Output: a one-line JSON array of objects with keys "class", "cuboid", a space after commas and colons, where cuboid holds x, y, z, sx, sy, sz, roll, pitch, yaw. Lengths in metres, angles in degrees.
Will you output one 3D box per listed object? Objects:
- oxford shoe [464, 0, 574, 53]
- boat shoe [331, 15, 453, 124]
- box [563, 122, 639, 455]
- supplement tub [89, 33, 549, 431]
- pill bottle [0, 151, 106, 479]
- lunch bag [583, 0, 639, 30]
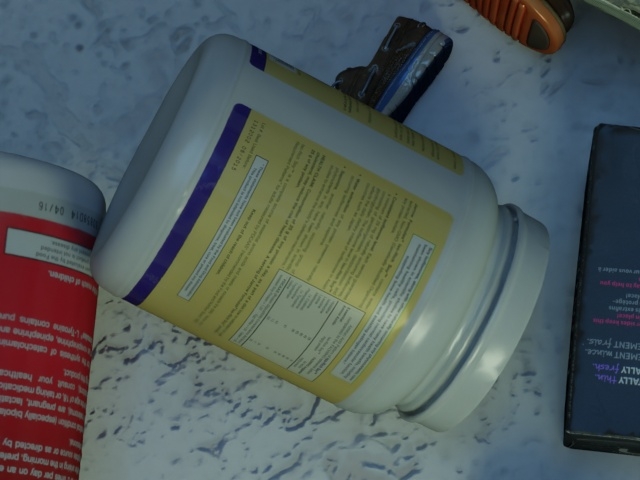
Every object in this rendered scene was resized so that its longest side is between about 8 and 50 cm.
[{"class": "oxford shoe", "cuboid": [0.140, -0.337, 1.810, 0.133, 0.130, 0.363, -32, 79, -11]}, {"class": "boat shoe", "cuboid": [0.044, -0.128, 1.806, 0.066, 0.066, 0.183, 34, 74, 16]}, {"class": "box", "cuboid": [0.303, 0.050, 1.702, 0.165, 0.143, 0.270, 6, 79, 7]}, {"class": "supplement tub", "cuboid": [0.000, 0.000, 1.655, 0.331, 0.241, 0.241, 28, 81, -10]}, {"class": "pill bottle", "cuboid": [-0.315, 0.140, 1.686, 0.229, 0.229, 0.407, 3, 78, 5]}, {"class": "lunch bag", "cuboid": [0.333, -0.288, 1.713, 0.305, 0.212, 0.256, 25, 81, -11]}]
